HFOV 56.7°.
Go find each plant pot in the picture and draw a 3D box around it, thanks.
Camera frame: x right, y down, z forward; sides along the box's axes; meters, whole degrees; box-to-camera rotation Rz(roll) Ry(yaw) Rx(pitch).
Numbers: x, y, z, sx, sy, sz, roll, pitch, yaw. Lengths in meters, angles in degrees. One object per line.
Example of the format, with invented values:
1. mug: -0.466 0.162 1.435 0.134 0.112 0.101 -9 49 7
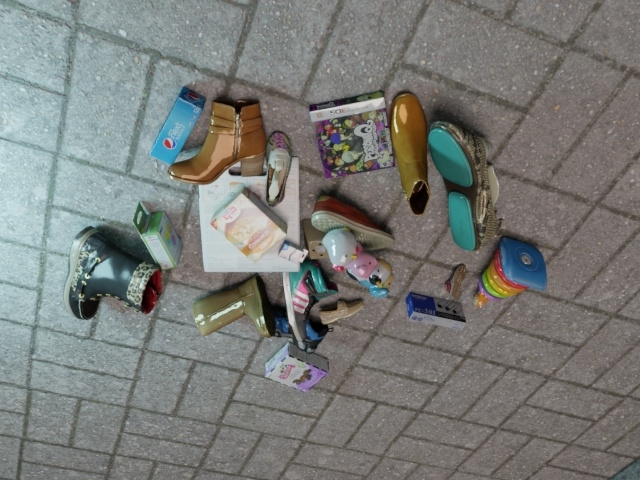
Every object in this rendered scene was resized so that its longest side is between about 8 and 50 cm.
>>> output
1. plant pot: 0.000 0.000 1.894 0.109 0.096 0.109 -4 131 2

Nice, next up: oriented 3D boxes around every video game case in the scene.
1. video game case: 0.094 -0.294 1.683 0.210 0.042 0.232 -9 130 8

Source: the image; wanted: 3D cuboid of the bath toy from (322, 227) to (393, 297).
1. bath toy: 0.123 0.077 1.860 0.151 0.129 0.348 -10 154 24

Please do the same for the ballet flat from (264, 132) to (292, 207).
1. ballet flat: -0.124 -0.195 1.705 0.077 0.079 0.221 6 115 -6

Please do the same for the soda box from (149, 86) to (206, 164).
1. soda box: -0.394 -0.313 1.637 0.071 0.067 0.210 25 125 -21

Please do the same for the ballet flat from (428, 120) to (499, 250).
1. ballet flat: 0.433 -0.182 1.717 0.182 0.164 0.483 -40 132 -19

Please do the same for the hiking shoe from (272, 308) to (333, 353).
1. hiking shoe: -0.105 0.290 2.147 0.304 0.113 0.132 32 106 -31

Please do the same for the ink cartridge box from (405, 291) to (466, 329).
1. ink cartridge box: 0.411 0.253 2.119 0.207 0.097 0.046 13 129 -12

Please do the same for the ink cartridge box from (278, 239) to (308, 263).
1. ink cartridge box: -0.084 0.040 1.846 0.083 0.028 0.048 24 112 -13

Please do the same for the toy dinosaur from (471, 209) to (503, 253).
1. toy dinosaur: 0.537 -0.042 1.915 0.092 0.053 0.183 7 124 13

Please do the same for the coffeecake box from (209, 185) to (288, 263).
1. coffeecake box: -0.213 -0.046 1.780 0.142 0.068 0.185 -41 108 17

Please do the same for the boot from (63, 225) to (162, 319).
1. boot: -0.673 0.161 1.932 0.284 0.138 0.377 25 122 8

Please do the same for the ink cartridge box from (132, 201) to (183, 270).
1. ink cartridge box: -0.505 -0.018 1.856 0.062 0.109 0.209 -12 129 8

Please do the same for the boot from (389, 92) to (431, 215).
1. boot: 0.259 -0.232 1.630 0.104 0.211 0.295 -9 130 5

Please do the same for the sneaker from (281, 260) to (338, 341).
1. sneaker: -0.026 0.199 2.018 0.178 0.124 0.296 -6 108 4

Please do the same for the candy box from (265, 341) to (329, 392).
1. candy box: -0.093 0.502 2.333 0.196 0.070 0.165 28 124 -23

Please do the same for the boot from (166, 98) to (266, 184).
1. boot: -0.288 -0.273 1.632 0.283 0.109 0.220 -6 126 -10

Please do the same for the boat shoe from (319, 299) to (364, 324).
1. boat shoe: 0.074 0.245 2.128 0.170 0.063 0.059 -23 100 5

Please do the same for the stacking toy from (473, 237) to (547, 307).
1. stacking toy: 0.606 0.141 2.017 0.165 0.175 0.302 16 142 -14

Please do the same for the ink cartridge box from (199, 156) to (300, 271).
1. ink cartridge box: -0.216 -0.086 1.849 0.308 0.091 0.385 0 113 -1

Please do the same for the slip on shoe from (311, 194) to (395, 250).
1. slip on shoe: 0.111 -0.051 1.853 0.331 0.101 0.123 23 148 -34

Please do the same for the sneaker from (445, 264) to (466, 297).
1. sneaker: 0.469 0.135 2.065 0.042 0.067 0.118 14 98 -10

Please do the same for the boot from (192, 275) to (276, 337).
1. boot: -0.297 0.268 2.044 0.269 0.236 0.089 -26 149 16
